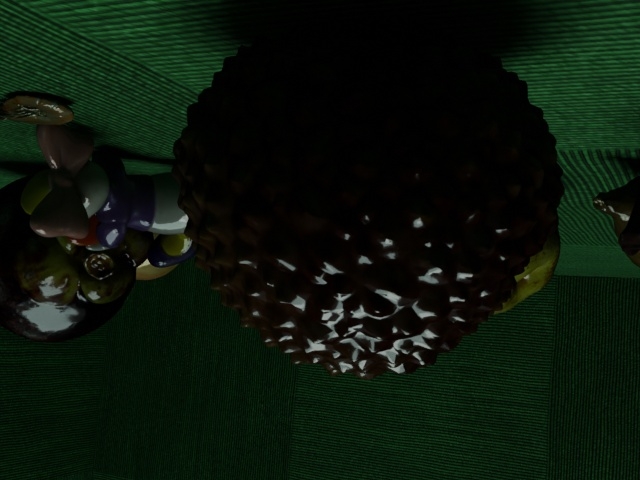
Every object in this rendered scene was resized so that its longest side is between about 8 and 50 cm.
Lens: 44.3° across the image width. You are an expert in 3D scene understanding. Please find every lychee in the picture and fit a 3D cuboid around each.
[{"bbox_3d":[0.021,-0.037,0.560,0.267,0.268,0.267,4,175,0],"label":"lychee"}]

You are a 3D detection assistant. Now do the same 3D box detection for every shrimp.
[{"bbox_3d":[-0.321,-0.145,0.852,0.108,0.023,0.059,4,165,8],"label":"shrimp"}]

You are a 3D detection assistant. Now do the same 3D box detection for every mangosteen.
[{"bbox_3d":[-0.436,0.019,1.352,0.313,0.297,0.297,-25,168,11],"label":"mangosteen"}]

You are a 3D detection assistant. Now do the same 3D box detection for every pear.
[{"bbox_3d":[0.228,-0.001,1.095,0.197,0.197,0.197,4,175,0],"label":"pear"}]

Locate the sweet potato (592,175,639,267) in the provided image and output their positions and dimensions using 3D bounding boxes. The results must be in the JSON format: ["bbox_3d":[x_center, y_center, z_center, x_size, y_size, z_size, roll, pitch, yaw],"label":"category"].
[{"bbox_3d":[0.478,-0.006,0.984,0.369,0.158,0.157,16,169,-41],"label":"sweet potato"}]

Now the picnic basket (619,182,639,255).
[{"bbox_3d":[0.436,-0.043,0.706,0.296,0.129,0.222,2,176,32],"label":"picnic basket"}]

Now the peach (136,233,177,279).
[{"bbox_3d":[-0.362,-0.007,1.579,0.184,0.184,0.184,4,175,0],"label":"peach"}]

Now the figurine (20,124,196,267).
[{"bbox_3d":[-0.272,-0.052,1.107,0.193,0.154,0.421,-4,173,28],"label":"figurine"}]
